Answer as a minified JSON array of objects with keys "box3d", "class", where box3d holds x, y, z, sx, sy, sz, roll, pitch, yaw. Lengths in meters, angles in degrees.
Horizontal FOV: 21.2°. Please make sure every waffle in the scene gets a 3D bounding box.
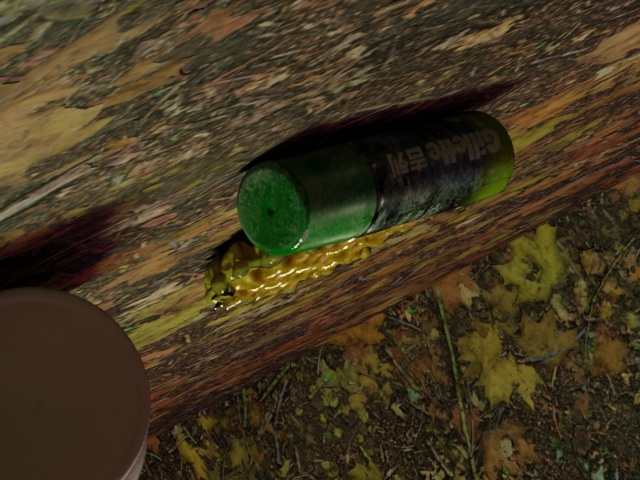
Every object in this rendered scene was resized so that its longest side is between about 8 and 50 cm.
[{"box3d":[0.002,-0.003,1.941,0.329,0.062,0.329,-23,172,-4],"class":"waffle"}]

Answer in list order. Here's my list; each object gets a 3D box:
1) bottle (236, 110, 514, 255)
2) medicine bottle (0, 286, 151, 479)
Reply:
[{"box3d":[0.059,-0.056,1.620,0.093,0.093,0.330,-31,171,40],"class":"bottle"},{"box3d":[-0.275,0.170,1.538,0.241,0.241,0.302,-22,172,-21],"class":"medicine bottle"}]
